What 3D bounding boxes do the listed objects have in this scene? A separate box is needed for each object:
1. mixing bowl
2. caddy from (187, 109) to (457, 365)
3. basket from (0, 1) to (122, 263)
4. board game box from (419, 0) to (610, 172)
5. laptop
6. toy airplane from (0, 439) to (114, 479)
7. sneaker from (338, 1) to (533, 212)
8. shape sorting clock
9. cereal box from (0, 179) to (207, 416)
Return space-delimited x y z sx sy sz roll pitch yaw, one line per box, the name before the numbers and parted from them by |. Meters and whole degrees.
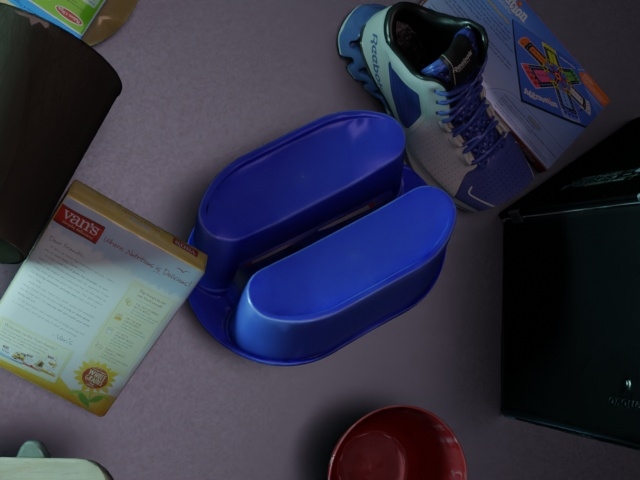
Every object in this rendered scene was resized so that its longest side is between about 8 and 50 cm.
mixing bowl | 0.080 0.291 1.392 0.181 0.098 0.181 1 88 -19
caddy | 0.000 0.000 1.342 0.341 0.179 0.241 -27 72 -17
basket | -0.331 -0.102 1.170 0.204 0.154 0.227 32 65 -39
board game box | 0.255 -0.243 1.507 0.145 0.027 0.281 -46 101 -13
laptop | 0.402 0.023 1.359 0.408 0.382 0.236 -34 99 -16
toy airplane | -0.464 0.294 1.160 0.386 0.272 0.384 33 63 23
sneaker | 0.157 -0.174 1.392 0.127 0.182 0.315 -42 100 -13
shape sorting clock | -0.312 -0.327 1.319 0.206 0.040 0.206 0 90 -21
cereal box | -0.260 0.070 1.254 0.173 0.047 0.240 31 113 -14
